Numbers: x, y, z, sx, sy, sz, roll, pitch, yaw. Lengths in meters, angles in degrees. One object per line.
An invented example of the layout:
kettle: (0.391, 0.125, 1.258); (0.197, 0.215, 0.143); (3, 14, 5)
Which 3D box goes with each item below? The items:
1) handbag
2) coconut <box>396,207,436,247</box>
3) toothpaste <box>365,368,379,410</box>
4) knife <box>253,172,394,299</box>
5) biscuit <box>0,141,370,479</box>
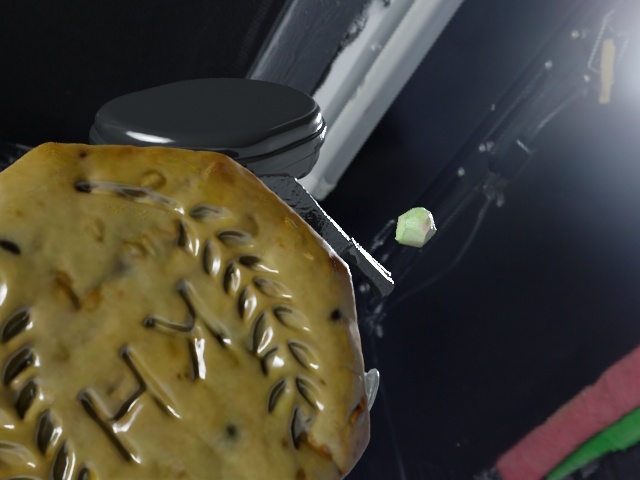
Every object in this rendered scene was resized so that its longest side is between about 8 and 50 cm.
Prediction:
handbag: (-0.135, -0.129, 0.907); (0.253, 0.308, 0.093); (18, -61, 28)
coconut: (0.198, -0.028, 1.501); (0.081, 0.082, 0.083); (6, -8, -2)
toothpaste: (-0.073, 0.100, 0.696); (0.266, 0.096, 0.061); (25, -51, -9)
knife: (0.000, 0.000, 0.766); (0.060, 0.028, 0.230); (-37, -51, 9)
biscuit: (-0.118, 0.089, 0.510); (0.359, 0.359, 0.046); (13, -22, -24)
